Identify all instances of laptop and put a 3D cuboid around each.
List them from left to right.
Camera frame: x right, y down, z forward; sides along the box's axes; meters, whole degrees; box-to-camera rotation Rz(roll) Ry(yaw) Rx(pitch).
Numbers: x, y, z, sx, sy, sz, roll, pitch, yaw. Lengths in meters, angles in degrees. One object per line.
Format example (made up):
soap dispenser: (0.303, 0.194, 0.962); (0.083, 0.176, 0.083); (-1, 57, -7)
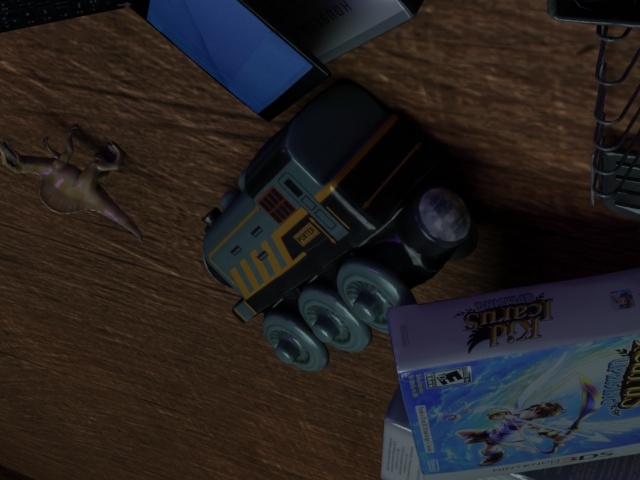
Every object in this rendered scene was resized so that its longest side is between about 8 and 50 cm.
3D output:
laptop: (-0.159, -0.135, 0.654); (0.234, 0.264, 0.137); (177, 78, -77)

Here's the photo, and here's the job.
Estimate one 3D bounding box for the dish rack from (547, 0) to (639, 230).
dish rack: (0.253, -0.069, 0.545); (0.208, 0.074, 0.271); (14, 147, 26)

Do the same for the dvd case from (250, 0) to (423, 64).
dvd case: (-0.064, -0.218, 0.636); (0.238, 0.029, 0.179); (43, 147, -23)

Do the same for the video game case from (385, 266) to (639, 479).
video game case: (0.193, 0.123, 0.761); (0.244, 0.061, 0.269); (-11, 146, 5)

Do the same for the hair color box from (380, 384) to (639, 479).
hair color box: (0.259, 0.261, 0.997); (0.374, 0.113, 0.185); (21, 149, 16)

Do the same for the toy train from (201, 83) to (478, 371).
toy train: (0.000, 0.000, 0.819); (0.190, 0.142, 0.334); (46, 150, -4)

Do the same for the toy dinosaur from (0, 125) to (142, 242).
toy dinosaur: (-0.253, -0.062, 0.970); (0.183, 0.093, 0.053); (30, 151, -1)
